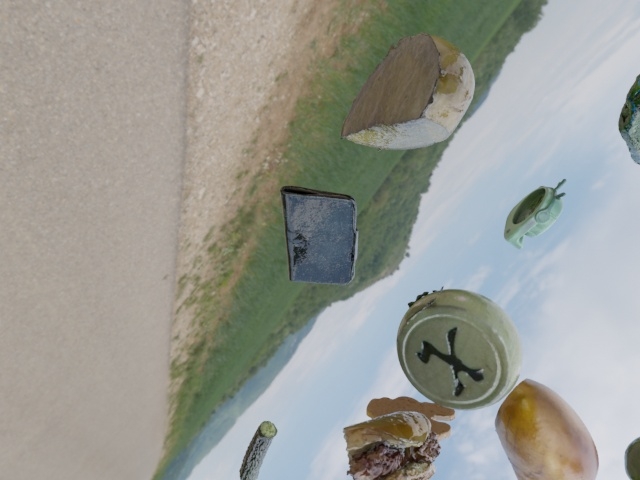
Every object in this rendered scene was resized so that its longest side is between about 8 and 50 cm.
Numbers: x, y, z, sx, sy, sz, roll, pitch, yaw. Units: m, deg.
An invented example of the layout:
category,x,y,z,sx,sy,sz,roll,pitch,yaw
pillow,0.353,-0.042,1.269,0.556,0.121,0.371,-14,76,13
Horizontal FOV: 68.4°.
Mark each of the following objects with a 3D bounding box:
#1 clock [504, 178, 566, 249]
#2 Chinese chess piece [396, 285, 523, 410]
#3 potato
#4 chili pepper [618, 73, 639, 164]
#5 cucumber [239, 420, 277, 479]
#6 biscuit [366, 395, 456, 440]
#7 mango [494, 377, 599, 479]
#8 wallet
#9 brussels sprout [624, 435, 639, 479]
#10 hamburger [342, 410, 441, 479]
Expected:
category,x,y,z,sx,sy,sz,roll,pitch,yaw
clock,0.609,-0.081,1.318,0.211,0.066,0.159,-52,-176,47
Chinese chess piece,0.251,0.202,0.881,0.092,0.238,0.237,-28,159,-55
potato,0.132,-0.208,0.677,0.243,0.098,0.138,13,-91,65
chili pepper,0.511,-0.182,0.736,0.224,0.061,0.098,28,94,-52
cucumber,-0.164,0.544,1.214,0.187,0.058,0.058,-68,171,23
biscuit,0.242,0.480,1.286,0.144,0.237,0.040,-27,116,-63
mango,0.471,0.411,0.989,0.199,0.350,0.201,4,-132,37
wallet,0.000,0.000,1.082,0.317,0.173,0.045,87,11,-51
brussels sprout,0.868,0.565,1.203,0.181,0.144,0.161,-1,117,-30
hamburger,0.137,0.421,0.920,0.246,0.155,0.282,-14,154,-17
